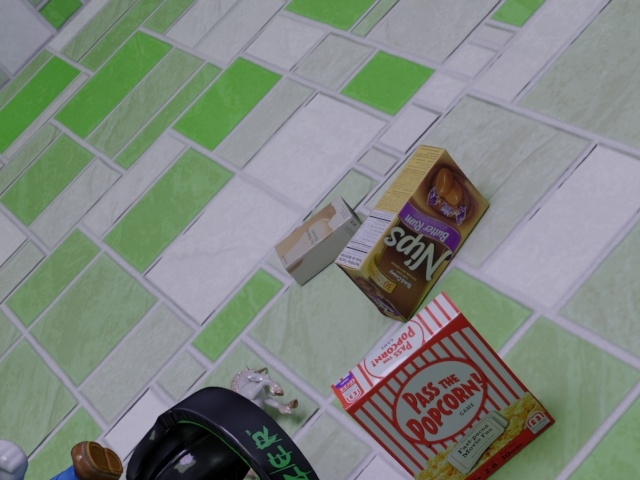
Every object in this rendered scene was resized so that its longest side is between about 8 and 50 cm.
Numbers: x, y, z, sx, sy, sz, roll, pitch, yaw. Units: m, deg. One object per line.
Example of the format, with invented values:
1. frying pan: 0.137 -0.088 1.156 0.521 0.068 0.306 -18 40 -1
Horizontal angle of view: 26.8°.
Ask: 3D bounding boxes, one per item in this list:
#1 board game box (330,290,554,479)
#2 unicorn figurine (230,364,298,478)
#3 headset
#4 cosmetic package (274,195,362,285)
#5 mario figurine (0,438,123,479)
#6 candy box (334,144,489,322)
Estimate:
1. board game box: 0.124 0.163 1.335 0.147 0.193 0.045 -41 34 3
2. unicorn figurine: -0.078 0.205 1.610 0.111 0.060 0.162 -2 50 43
3. headset: -0.123 0.301 1.407 0.185 0.243 0.394 -31 -5 -30
4. cosmetic package: 0.000 0.000 1.774 0.115 0.041 0.060 -39 34 6
5. mario figurine: -0.388 0.376 1.644 0.320 0.170 0.198 -31 37 14
6. candy box: 0.112 -0.009 1.611 0.187 0.109 0.053 -53 35 -14
